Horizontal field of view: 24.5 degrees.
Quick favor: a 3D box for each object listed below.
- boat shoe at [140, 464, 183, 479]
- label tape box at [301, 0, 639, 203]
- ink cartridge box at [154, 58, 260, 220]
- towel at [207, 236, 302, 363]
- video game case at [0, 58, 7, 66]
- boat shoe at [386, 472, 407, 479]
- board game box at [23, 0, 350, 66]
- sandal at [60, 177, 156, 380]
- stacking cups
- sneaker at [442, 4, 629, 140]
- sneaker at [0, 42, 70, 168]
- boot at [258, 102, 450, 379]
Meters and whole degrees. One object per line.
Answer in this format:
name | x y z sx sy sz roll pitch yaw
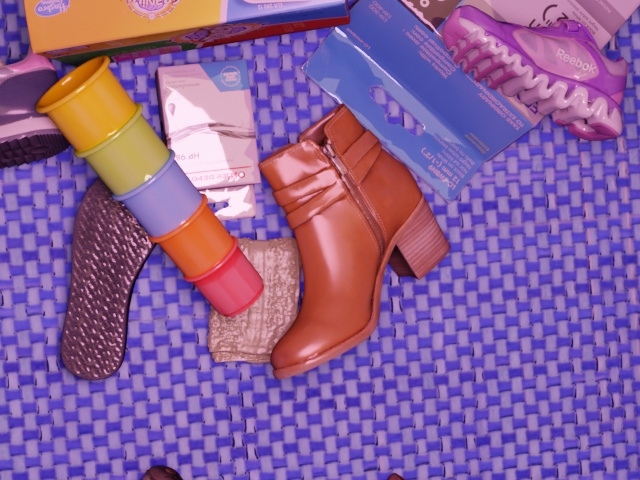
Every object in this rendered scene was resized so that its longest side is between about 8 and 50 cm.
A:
boat shoe | -0.139 0.414 1.657 0.120 0.122 0.324 -31 87 -4
label tape box | 0.185 -0.253 1.716 0.249 0.115 0.347 42 81 -8
ink cartridge box | -0.127 -0.111 1.682 0.104 0.060 0.180 -7 91 -11
towel | -0.077 0.069 1.708 0.110 0.027 0.148 1 90 -10
video game case | -0.490 -0.136 1.632 0.285 0.025 0.204 -45 97 -7
boat shoe | 0.157 0.344 1.726 0.207 0.073 0.073 29 87 -9
board game box | -0.130 -0.246 1.558 0.317 0.242 0.064 -9 93 3
sandal | -0.241 0.030 1.670 0.097 0.054 0.254 17 91 -1
stacking cups | -0.180 -0.047 1.598 0.096 0.096 0.316 -38 114 -9
sneaker | 0.246 -0.205 1.632 0.236 0.095 0.104 28 79 -16
sneaker | -0.435 -0.141 1.587 0.319 0.112 0.131 -6 75 -16
boot | 0.000 0.000 1.661 0.283 0.109 0.220 -41 106 -18
